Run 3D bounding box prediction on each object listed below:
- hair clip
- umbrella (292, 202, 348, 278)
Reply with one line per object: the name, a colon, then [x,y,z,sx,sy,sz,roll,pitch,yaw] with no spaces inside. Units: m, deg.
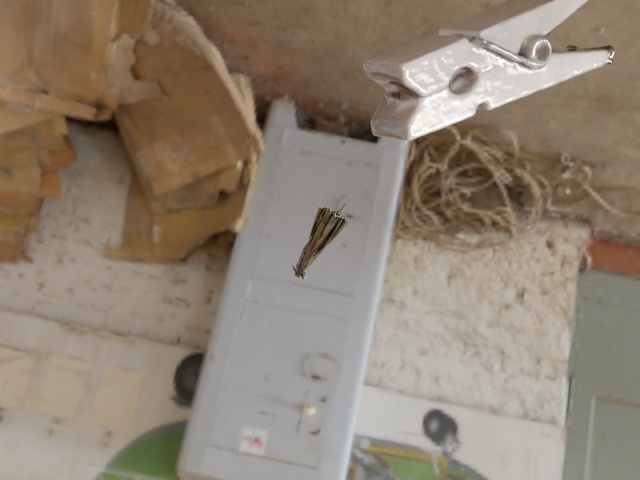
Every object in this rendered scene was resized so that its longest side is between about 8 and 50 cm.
hair clip: [0.189,-0.198,1.046,0.085,0.331,0.101,21,127,45]
umbrella: [-0.001,-0.001,0.903,0.031,0.083,0.020,28,-164,-25]
